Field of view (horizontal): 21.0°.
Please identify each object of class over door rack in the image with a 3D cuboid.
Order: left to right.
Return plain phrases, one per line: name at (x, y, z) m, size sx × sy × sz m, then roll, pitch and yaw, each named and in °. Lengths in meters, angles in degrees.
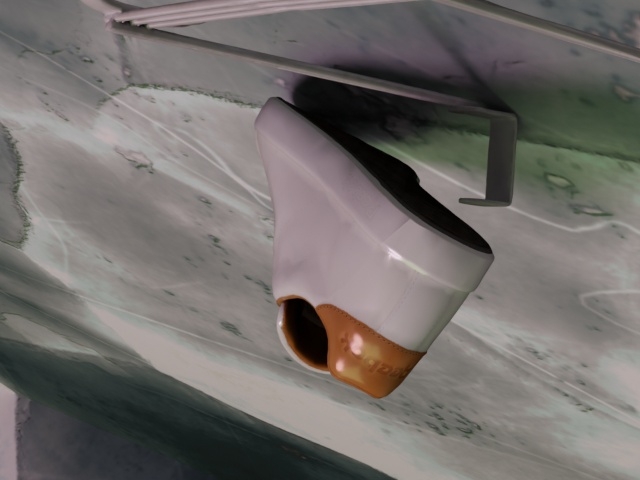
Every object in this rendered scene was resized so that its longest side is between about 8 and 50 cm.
over door rack at (0.073, -0.107, 0.836) m, size 0.324 × 0.108 × 0.240 m, roll 23°, pitch 167°, yaw -40°

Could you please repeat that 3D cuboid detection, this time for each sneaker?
sneaker at (0.000, 0.000, 1.009) m, size 0.106 × 0.123 × 0.290 m, roll 26°, pitch -169°, yaw -19°
